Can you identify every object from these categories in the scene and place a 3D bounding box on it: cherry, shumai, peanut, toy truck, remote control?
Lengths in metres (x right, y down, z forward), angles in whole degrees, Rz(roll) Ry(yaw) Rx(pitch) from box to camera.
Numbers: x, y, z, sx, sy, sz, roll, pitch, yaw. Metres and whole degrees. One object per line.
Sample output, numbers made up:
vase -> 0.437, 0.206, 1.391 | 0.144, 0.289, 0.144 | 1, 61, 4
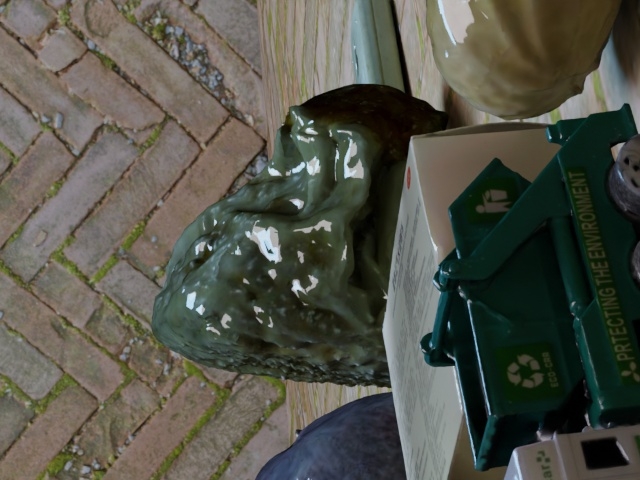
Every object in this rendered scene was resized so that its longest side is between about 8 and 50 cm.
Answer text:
cherry -> 0.042, 0.198, 1.140 | 0.195, 0.195, 0.195 | 174, 90, -84
shumai -> 0.000, 0.000, 1.280 | 0.260, 0.225, 0.222 | -9, 72, 46
peanut -> 0.090, -0.162, 0.772 | 0.098, 0.090, 0.214 | -161, 65, -76
toy truck -> 0.106, 0.057, 0.689 | 0.110, 0.116, 0.216 | 94, 169, -57
remote control -> 0.056, -0.097, 1.448 | 0.098, 0.038, 0.234 | 95, 169, -59

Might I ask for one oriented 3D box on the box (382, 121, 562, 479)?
box -> 0.094, 0.063, 0.924 | 0.212, 0.095, 0.168 | 95, 167, -59
